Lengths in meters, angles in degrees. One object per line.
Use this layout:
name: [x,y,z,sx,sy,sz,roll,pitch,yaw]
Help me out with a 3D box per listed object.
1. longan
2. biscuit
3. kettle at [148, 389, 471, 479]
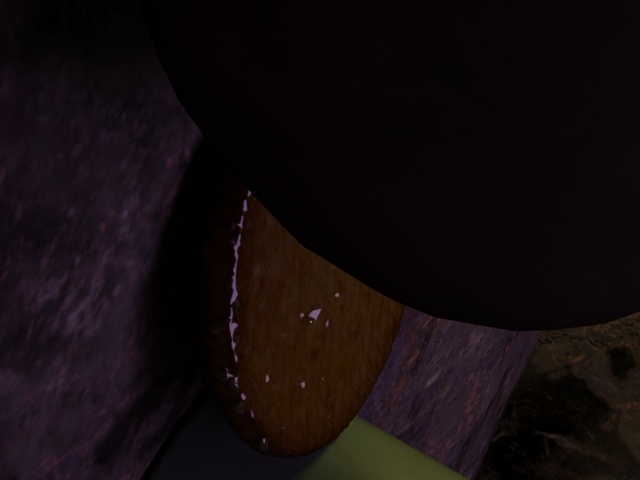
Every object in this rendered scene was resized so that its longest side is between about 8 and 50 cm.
longan: [0.089,-0.152,0.542,0.404,0.336,0.405,-14,90,-77]
biscuit: [0.000,0.000,0.873,0.305,0.038,0.305,-36,131,-56]
kettle: [0.075,0.281,1.010,0.250,0.376,0.361,-67,162,7]
